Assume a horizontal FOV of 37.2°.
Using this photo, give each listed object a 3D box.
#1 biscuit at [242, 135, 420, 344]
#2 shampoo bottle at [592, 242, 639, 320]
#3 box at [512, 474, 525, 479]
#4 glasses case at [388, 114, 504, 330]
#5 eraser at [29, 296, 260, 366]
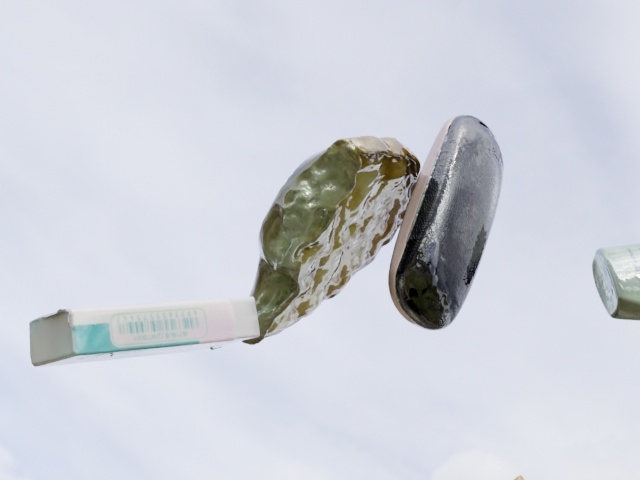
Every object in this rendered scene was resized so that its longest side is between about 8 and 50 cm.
[{"bbox_3d":[0.000,0.000,1.242,0.078,0.335,0.329,43,-3,22],"label":"biscuit"},{"bbox_3d":[0.604,0.051,1.433,0.359,0.134,0.078,-7,-37,-4],"label":"shampoo bottle"},{"bbox_3d":[0.188,0.435,0.940,0.283,0.259,0.214,50,-7,22],"label":"box"},{"bbox_3d":[0.173,-0.028,1.274,0.075,0.314,0.122,-5,-35,45],"label":"glasses case"},{"bbox_3d":[-0.180,0.093,0.991,0.225,0.052,0.095,-1,-12,-43],"label":"eraser"}]
